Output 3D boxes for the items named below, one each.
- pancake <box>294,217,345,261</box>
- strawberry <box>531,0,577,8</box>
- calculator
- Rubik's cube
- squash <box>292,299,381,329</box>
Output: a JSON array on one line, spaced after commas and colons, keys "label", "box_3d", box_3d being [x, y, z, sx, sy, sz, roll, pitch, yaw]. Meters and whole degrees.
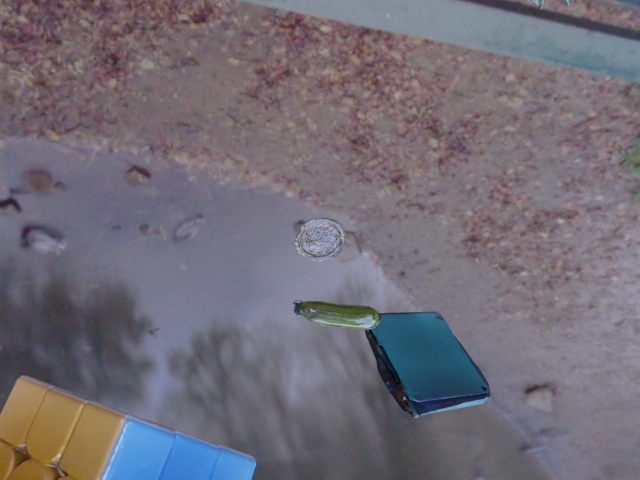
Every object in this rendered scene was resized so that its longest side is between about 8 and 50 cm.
[{"label": "pancake", "box_3d": [0.000, -0.001, 1.415, 0.114, 0.011, 0.115, -7, 125, -10]}, {"label": "strawberry", "box_3d": [0.398, -0.491, 0.942, 0.306, 0.137, 0.233, -52, 141, -7]}, {"label": "calculator", "box_3d": [0.238, 0.278, 1.568, 0.248, 0.274, 0.058, 0, 133, -34]}, {"label": "Rubik's cube", "box_3d": [-0.323, 0.401, 1.007, 0.291, 0.292, 0.290, 5, 158, 38]}, {"label": "squash", "box_3d": [0.031, 0.147, 1.362, 0.183, 0.052, 0.052, 7, 144, 14]}]
